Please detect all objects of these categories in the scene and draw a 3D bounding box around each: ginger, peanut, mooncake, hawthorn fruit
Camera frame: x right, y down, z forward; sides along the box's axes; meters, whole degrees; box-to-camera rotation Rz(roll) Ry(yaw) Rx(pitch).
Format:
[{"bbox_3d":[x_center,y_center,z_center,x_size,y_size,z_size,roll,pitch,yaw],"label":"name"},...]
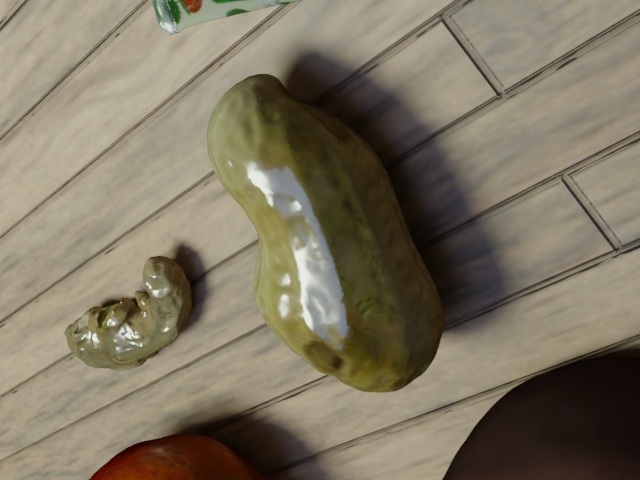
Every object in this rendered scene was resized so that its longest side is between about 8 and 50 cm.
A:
[{"bbox_3d":[-0.155,0.067,0.947,0.069,0.051,0.173,44,130,-11],"label":"ginger"},{"bbox_3d":[0.000,0.000,0.752,0.120,0.110,0.236,-13,113,48],"label":"peanut"},{"bbox_3d":[0.210,0.250,0.765,0.326,0.174,0.334,-24,106,39],"label":"mooncake"},{"bbox_3d":[-0.146,0.256,0.988,0.225,0.196,0.196,13,129,40],"label":"hawthorn fruit"}]

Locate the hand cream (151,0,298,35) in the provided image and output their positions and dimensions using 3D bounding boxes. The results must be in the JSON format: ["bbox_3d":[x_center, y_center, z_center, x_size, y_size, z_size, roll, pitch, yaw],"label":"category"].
[{"bbox_3d":[-0.011,-0.178,0.666,0.276,0.059,0.095,1,121,37],"label":"hand cream"}]
